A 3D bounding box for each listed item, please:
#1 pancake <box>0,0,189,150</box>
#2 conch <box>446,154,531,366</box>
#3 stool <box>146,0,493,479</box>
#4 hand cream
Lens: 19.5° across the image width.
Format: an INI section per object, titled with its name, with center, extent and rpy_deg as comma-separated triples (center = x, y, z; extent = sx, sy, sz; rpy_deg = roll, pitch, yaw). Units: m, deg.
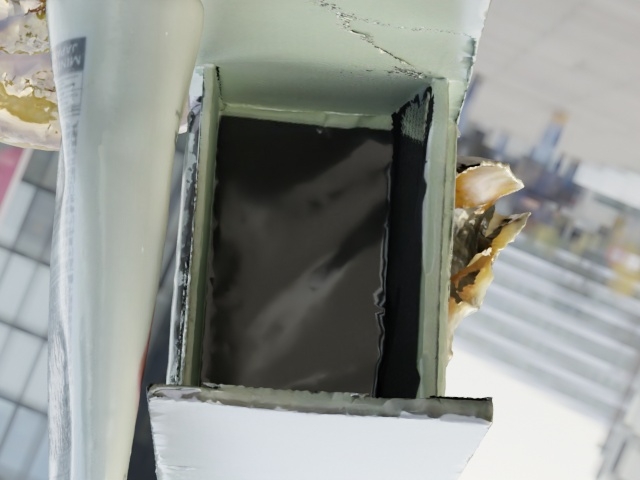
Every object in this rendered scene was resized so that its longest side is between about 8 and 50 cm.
[pancake]
center = -0.131, -0.160, 1.219
extent = 0.356, 0.065, 0.356
rpy_deg = -12, 155, -6
[conch]
center = 0.053, 0.026, 1.584
extent = 0.159, 0.291, 0.210
rpy_deg = 13, 134, 30
[stool]
center = 0.000, 0.000, 0.999
extent = 0.170, 0.243, 0.269
rpy_deg = 3, 163, -1
[hand cream]
center = -0.100, 0.006, 0.892
extent = 0.078, 0.340, 0.124
rpy_deg = 5, 169, -15
